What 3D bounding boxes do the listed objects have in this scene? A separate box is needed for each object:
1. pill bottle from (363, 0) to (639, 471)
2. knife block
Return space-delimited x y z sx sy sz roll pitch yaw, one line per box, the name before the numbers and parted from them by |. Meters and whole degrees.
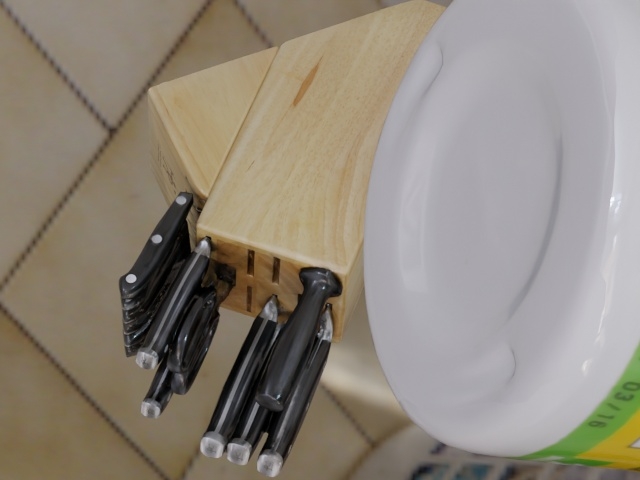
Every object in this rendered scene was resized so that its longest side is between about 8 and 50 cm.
pill bottle | 0.149 0.007 0.520 0.245 0.136 0.136 10 82 -25
knife block | 0.000 0.000 1.058 0.275 0.088 0.242 -20 62 -16
